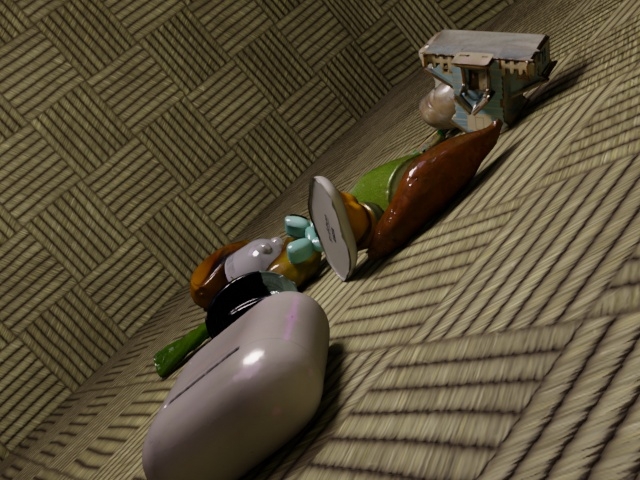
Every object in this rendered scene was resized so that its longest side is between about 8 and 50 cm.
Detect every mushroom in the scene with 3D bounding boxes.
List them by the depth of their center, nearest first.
[{"bbox_3d":[0.331,-0.406,2.025,0.243,0.243,0.243,-40,9,8],"label":"mushroom"}]

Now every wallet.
[{"bbox_3d":[0.304,-0.276,2.169,0.157,0.018,0.082,-44,10,-19],"label":"wallet"}]

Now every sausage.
[{"bbox_3d":[0.223,-0.195,2.074,0.269,0.033,0.033,-41,9,1],"label":"sausage"}]

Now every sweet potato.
[{"bbox_3d":[0.208,-0.110,1.508,0.359,0.112,0.112,-42,9,-4],"label":"sweet potato"}]

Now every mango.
[{"bbox_3d":[-0.253,0.098,2.226,0.136,0.166,0.236,17,61,49],"label":"mango"}]

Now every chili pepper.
[{"bbox_3d":[-0.310,0.232,2.104,0.359,0.076,0.084,-42,43,22],"label":"chili pepper"}]

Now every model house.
[{"bbox_3d":[0.350,-0.315,1.699,0.271,0.206,0.178,10,43,27],"label":"model house"}]

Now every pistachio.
[{"bbox_3d":[-0.054,0.055,1.859,0.110,0.100,0.189,-7,30,36],"label":"pistachio"}]

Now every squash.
[{"bbox_3d":[0.148,-0.112,1.774,0.203,0.111,0.289,-42,8,-13],"label":"squash"}]

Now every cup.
[{"bbox_3d":[-0.159,0.073,2.079,0.142,0.134,0.173,-33,11,34],"label":"cup"}]

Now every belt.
[{"bbox_3d":[-0.133,0.142,1.617,0.198,0.151,0.078,-33,4,-8],"label":"belt"}]

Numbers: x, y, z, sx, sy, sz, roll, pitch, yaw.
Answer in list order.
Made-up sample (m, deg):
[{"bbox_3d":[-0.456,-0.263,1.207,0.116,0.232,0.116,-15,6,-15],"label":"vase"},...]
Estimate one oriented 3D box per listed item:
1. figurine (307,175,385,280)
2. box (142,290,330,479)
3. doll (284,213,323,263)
[{"bbox_3d":[0.073,-0.045,1.561,0.141,0.166,0.250,-25,-33,-13],"label":"figurine"},{"bbox_3d":[-0.115,0.219,1.198,0.289,0.141,0.349,-38,10,13],"label":"box"},{"bbox_3d":[0.000,0.000,1.795,0.159,0.059,0.159,-11,43,-5],"label":"doll"}]
